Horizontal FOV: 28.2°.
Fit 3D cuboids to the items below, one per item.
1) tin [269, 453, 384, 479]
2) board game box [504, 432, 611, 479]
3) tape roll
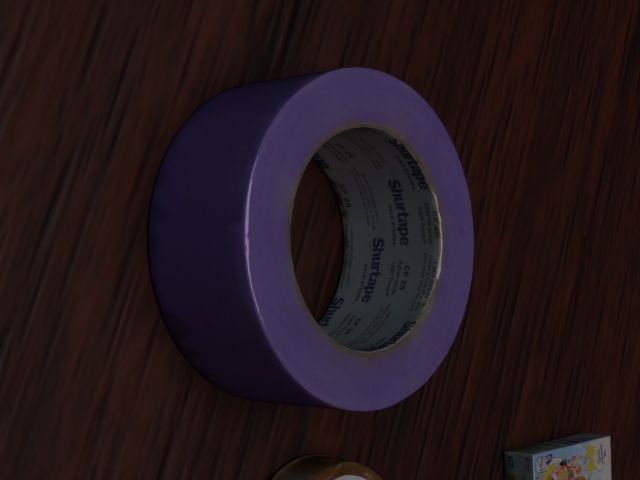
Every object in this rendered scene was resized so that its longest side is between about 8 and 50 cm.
[{"bbox_3d":[-0.003,0.221,0.745,0.106,0.040,0.189,24,72,-47],"label":"tin"},{"bbox_3d":[0.177,0.225,0.935,0.103,0.026,0.154,-2,90,-46],"label":"board game box"},{"bbox_3d":[0.000,0.000,0.722,0.189,0.080,0.189,1,89,-46],"label":"tape roll"}]
